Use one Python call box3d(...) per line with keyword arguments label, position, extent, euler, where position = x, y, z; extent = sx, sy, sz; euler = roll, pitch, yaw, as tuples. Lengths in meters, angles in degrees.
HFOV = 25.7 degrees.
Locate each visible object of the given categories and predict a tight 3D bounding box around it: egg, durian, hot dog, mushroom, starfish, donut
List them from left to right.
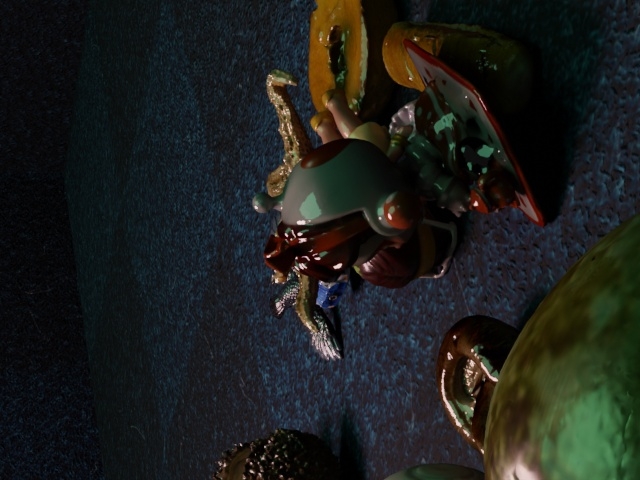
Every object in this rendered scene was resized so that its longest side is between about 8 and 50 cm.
box3d(label="durian", position=(-0.055, 0.332, 1.736), extent=(0.196, 0.167, 0.196), euler=(-167, 90, -79))
box3d(label="starfish", position=(-0.025, -0.033, 1.600), extent=(0.302, 0.060, 0.299), euler=(124, 138, -78))
box3d(label="donut", position=(0.042, -0.217, 1.599), extent=(0.162, 0.066, 0.178), euler=(-128, 41, -54))
box3d(label="hot dog", position=(0.125, -0.169, 1.358), extent=(0.286, 0.061, 0.087), euler=(-153, 53, -71))
box3d(label="mushroom", position=(0.160, 0.142, 1.231), extent=(0.170, 0.080, 0.135), euler=(-111, 15, -45))
box3d(label="egg", position=(0.216, 0.107, 0.804), extent=(0.238, 0.238, 0.289), euler=(-147, 62, -68))

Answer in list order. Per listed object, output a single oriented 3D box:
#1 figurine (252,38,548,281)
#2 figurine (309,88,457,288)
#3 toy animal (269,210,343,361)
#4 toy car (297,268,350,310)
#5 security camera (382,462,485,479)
box3d(label="figurine", position=(0.046, -0.040, 1.248), extent=(0.160, 0.226, 0.183), euler=(59, 175, -29))
box3d(label="figurine", position=(0.058, -0.057, 1.468), extent=(0.174, 0.116, 0.240), euler=(110, 153, -46))
box3d(label="toy animal", position=(-0.024, 0.063, 1.805), extent=(0.220, 0.062, 0.108), euler=(69, 154, 16))
box3d(label="toy car", position=(0.000, 0.000, 1.718), extent=(0.080, 0.070, 0.170), euler=(113, 149, -50))
box3d(label="security camera", position=(0.107, 0.298, 1.233), extent=(0.236, 0.195, 0.194), euler=(-161, 71, -74))
